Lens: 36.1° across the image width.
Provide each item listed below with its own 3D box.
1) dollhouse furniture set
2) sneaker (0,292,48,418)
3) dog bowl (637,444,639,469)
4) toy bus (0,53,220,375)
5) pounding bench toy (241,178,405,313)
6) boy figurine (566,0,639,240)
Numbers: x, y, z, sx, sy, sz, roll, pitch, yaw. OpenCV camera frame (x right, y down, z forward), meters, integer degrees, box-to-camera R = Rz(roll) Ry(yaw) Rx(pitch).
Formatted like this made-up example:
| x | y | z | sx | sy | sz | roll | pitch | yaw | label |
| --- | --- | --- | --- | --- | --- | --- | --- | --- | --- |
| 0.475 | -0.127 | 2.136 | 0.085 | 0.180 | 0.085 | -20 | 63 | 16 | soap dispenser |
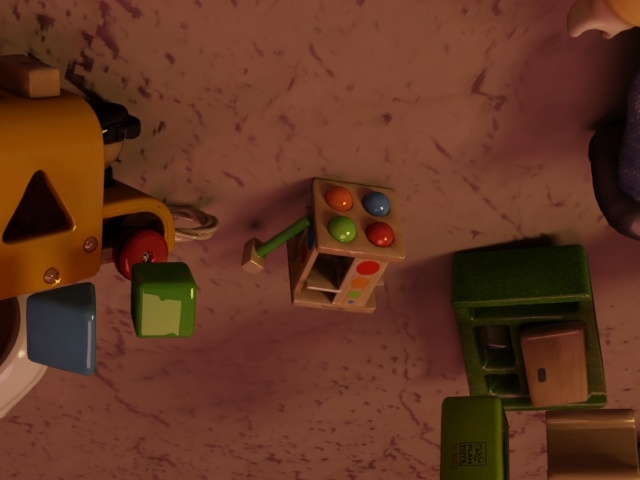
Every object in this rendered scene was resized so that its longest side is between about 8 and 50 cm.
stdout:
| x | y | z | sx | sy | sz | roll | pitch | yaw | label |
| --- | --- | --- | --- | --- | --- | --- | --- | --- | --- |
| 0.233 | 0.117 | 0.600 | 0.301 | 0.198 | 0.151 | -4 | 141 | 15 | dollhouse furniture set |
| -0.246 | 0.100 | 0.650 | 0.290 | 0.106 | 0.123 | -24 | 148 | 34 | sneaker |
| 0.340 | 0.253 | 0.923 | 0.166 | 0.074 | 0.297 | 6 | 140 | -14 | dog bowl |
| -0.146 | -0.033 | 0.468 | 0.191 | 0.202 | 0.104 | 6 | 111 | -3 | toy bus |
| 0.000 | 0.000 | 0.575 | 0.083 | 0.052 | 0.065 | 7 | 140 | -15 | pounding bench toy |
| 0.198 | -0.112 | 0.425 | 0.177 | 0.092 | 0.285 | -1 | 141 | -5 | boy figurine |
